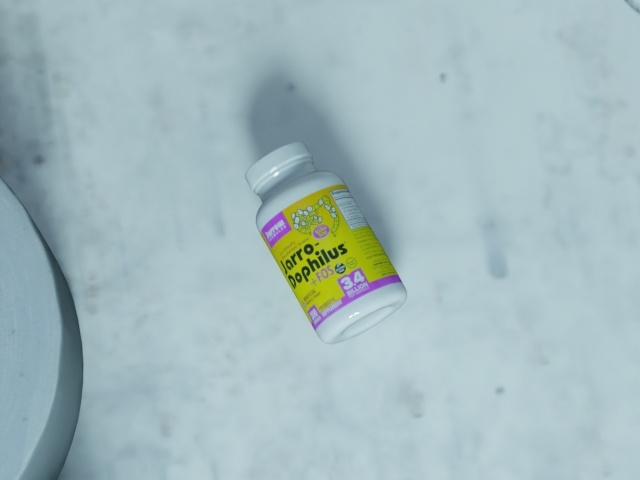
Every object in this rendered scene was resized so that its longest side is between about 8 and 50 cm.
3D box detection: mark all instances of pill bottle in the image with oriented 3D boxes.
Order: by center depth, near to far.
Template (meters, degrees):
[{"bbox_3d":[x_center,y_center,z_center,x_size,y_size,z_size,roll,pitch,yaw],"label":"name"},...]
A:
[{"bbox_3d":[0.000,0.000,0.843,0.043,0.043,0.083,-29,77,-7],"label":"pill bottle"}]

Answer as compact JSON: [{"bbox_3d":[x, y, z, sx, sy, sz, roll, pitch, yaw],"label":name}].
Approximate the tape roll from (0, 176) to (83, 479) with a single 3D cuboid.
[{"bbox_3d":[-0.212,0.051,0.818,0.219,0.072,0.219,0,75,0],"label":"tape roll"}]
